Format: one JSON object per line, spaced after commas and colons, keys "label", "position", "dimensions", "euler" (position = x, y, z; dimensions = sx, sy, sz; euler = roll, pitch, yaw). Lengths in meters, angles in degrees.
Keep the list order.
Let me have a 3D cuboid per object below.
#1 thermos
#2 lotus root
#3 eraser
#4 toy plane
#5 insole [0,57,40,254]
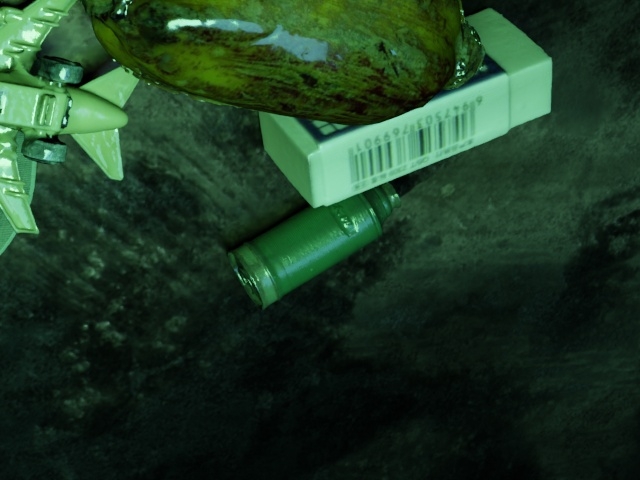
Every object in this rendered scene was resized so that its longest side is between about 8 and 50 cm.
{"label": "thermos", "position": [0.001, 0.000, 1.697], "dimensions": [0.188, 0.073, 0.083], "euler": [-30, 132, -11]}
{"label": "lotus root", "position": [-0.024, -0.206, 1.447], "dimensions": [0.397, 0.179, 0.195], "euler": [9, 99, -32]}
{"label": "eraser", "position": [0.087, -0.137, 1.615], "dimensions": [0.279, 0.124, 0.081], "euler": [-22, 132, -17]}
{"label": "toy plane", "position": [-0.276, -0.125, 1.411], "dimensions": [0.256, 0.104, 0.242], "euler": [5, 104, -43]}
{"label": "insole", "position": [-0.299, -0.070, 1.499], "dimensions": [0.080, 0.003, 0.232], "euler": [2, 121, -34]}
